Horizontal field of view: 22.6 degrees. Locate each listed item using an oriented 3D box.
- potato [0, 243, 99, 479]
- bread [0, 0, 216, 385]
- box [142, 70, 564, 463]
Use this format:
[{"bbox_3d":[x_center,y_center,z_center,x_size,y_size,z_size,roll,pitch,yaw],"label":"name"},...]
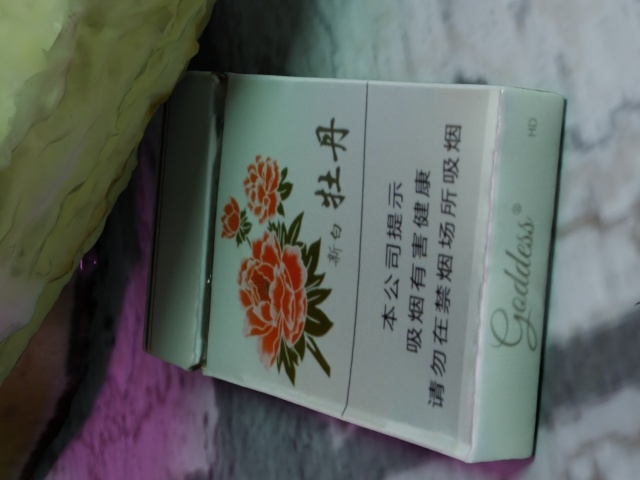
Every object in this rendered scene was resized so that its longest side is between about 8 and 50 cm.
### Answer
[{"bbox_3d":[-0.284,-0.005,0.699,0.290,0.296,0.397,41,128,45],"label":"potato"},{"bbox_3d":[-0.233,-0.104,0.548,0.375,0.165,0.236,28,92,7],"label":"bread"},{"bbox_3d":[0.000,0.001,0.529,0.198,0.029,0.109,10,97,55],"label":"box"}]
